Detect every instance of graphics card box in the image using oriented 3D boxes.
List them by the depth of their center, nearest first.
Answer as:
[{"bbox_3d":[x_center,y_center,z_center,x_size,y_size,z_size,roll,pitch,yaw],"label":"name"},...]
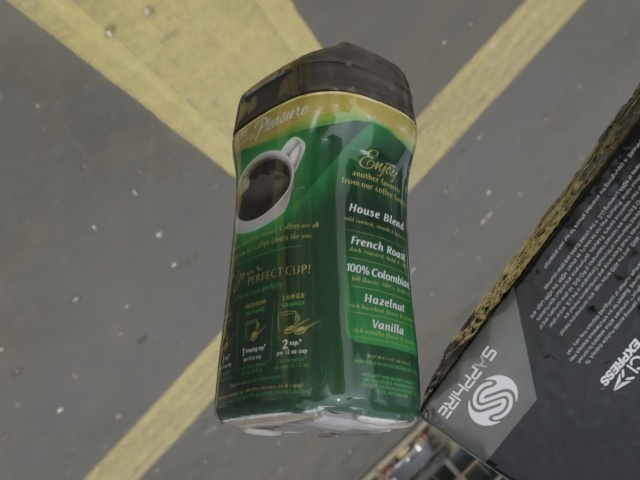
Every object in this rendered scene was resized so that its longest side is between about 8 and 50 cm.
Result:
[{"bbox_3d":[0.259,0.088,0.362,0.233,0.371,0.094,-59,173,22],"label":"graphics card box"}]

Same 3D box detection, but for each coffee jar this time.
[{"bbox_3d":[0.000,0.000,0.399,0.079,0.184,0.096,16,157,-37],"label":"coffee jar"}]
